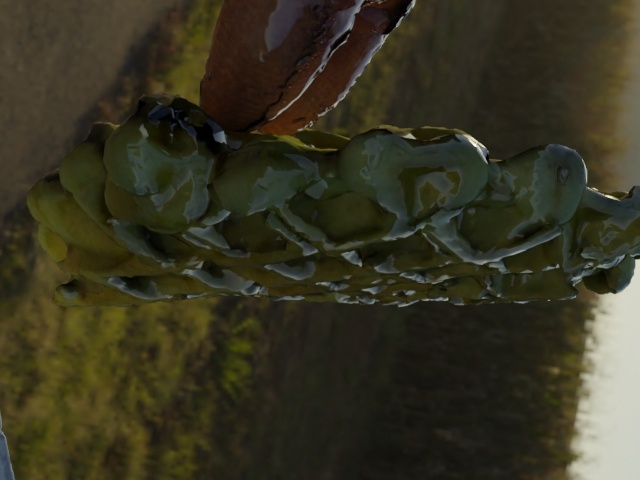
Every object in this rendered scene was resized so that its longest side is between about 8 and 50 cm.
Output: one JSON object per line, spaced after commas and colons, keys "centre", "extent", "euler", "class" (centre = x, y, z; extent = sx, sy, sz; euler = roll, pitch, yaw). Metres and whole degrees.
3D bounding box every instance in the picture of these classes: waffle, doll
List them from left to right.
{"centre": [0.000, 0.000, 0.727], "extent": [0.317, 0.297, 0.073], "euler": [149, -54, -68], "class": "waffle"}
{"centre": [0.065, -0.156, 0.652], "extent": [0.303, 0.156, 0.201], "euler": [-60, 169, 19], "class": "doll"}

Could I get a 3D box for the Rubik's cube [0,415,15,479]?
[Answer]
{"centre": [-0.295, 0.167, 0.627], "extent": [0.259, 0.256, 0.253], "euler": [-15, 99, -42], "class": "Rubik's cube"}
